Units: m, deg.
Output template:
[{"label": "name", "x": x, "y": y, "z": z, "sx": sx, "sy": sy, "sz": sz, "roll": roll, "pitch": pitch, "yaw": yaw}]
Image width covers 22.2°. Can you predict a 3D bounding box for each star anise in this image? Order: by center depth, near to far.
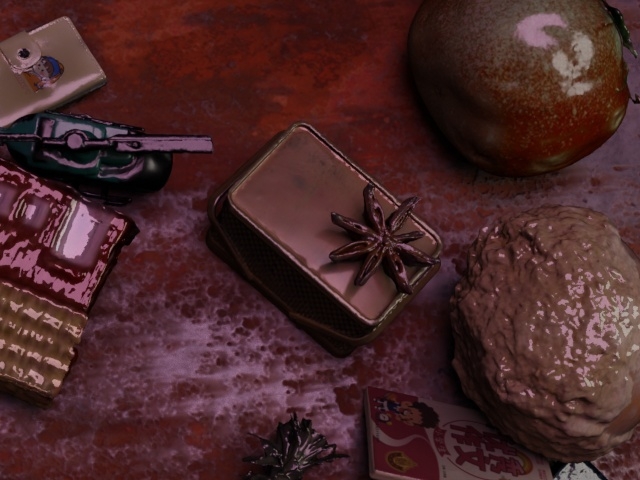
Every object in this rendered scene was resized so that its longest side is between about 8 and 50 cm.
[{"label": "star anise", "x": 0.068, "y": 0.003, "z": 1.907, "sx": 0.141, "sy": 0.042, "sz": 0.141, "roll": 5, "pitch": 71, "yaw": -16}]

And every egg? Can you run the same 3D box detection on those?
[{"label": "egg", "x": 0.291, "y": 0.113, "z": 1.968, "sx": 0.279, "sy": 0.279, "sz": 0.310, "roll": -12, "pitch": 78, "yaw": -19}]

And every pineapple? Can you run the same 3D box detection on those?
[{"label": "pineapple", "x": -0.068, "y": 0.307, "z": 1.879, "sx": 0.125, "sy": 0.125, "sz": 0.251, "roll": 34, "pitch": 59, "yaw": -1}]

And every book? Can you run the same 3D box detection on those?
[{"label": "book", "x": 0.167, "y": 0.252, "z": 1.962, "sx": 0.232, "sy": 0.022, "sz": 0.162, "roll": 13, "pitch": 32, "yaw": -9}]

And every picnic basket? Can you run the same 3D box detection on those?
[{"label": "picnic basket", "x": 0.000, "y": 0.000, "z": 1.990, "sx": 0.267, "sy": 0.139, "sz": 0.165, "roll": 41, "pitch": 65, "yaw": 2}]

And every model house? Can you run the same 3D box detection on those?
[{"label": "model house", "x": -0.350, "y": 0.067, "z": 1.862, "sx": 0.196, "sy": 0.160, "sz": 0.254, "roll": 25, "pitch": 68, "yaw": -5}]

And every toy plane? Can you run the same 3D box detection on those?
[{"label": "toy plane", "x": -0.324, "y": -0.117, "z": 1.926, "sx": 0.382, "sy": 0.155, "sz": 0.106, "roll": 12, "pitch": 85, "yaw": -8}]

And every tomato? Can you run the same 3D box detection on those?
[{"label": "tomato", "x": 0.250, "y": -0.223, "z": 2.086, "sx": 0.239, "sy": 0.303, "sz": 0.303, "roll": -29, "pitch": 80, "yaw": -7}]

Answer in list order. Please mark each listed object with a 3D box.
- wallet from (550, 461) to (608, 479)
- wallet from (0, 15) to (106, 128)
[{"label": "wallet", "x": 0.385, "y": 0.443, "z": 1.984, "sx": 0.379, "sy": 0.046, "sz": 0.190, "roll": 43, "pitch": 66, "yaw": 2}, {"label": "wallet", "x": -0.359, "y": -0.204, "z": 2.023, "sx": 0.155, "sy": 0.039, "sz": 0.110, "roll": -30, "pitch": 84, "yaw": -22}]
